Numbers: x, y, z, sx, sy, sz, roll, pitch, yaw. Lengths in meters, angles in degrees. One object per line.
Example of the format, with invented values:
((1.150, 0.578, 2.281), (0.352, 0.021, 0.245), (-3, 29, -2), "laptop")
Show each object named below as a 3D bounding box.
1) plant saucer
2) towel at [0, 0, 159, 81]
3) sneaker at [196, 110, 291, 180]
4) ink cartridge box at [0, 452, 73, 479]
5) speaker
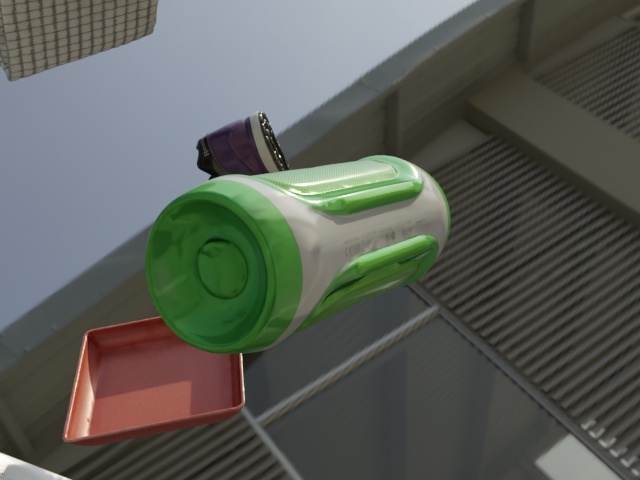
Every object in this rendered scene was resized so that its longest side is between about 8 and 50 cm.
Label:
((-0.243, 0.208, 1.251), (0.258, 0.259, 0.047), (-11, -59, -2), "plant saucer")
((-0.343, -0.360, 1.087), (0.235, 0.121, 0.283), (-23, -18, -22), "towel")
((-0.106, -0.082, 1.255), (0.124, 0.107, 0.283), (-17, -37, 5), "sneaker")
((-0.385, 0.345, 0.832), (0.395, 0.270, 0.151), (35, -75, -29), "ink cartridge box")
((0.000, 0.000, 0.653), (0.296, 0.131, 0.131), (-16, -44, -59), "speaker")
